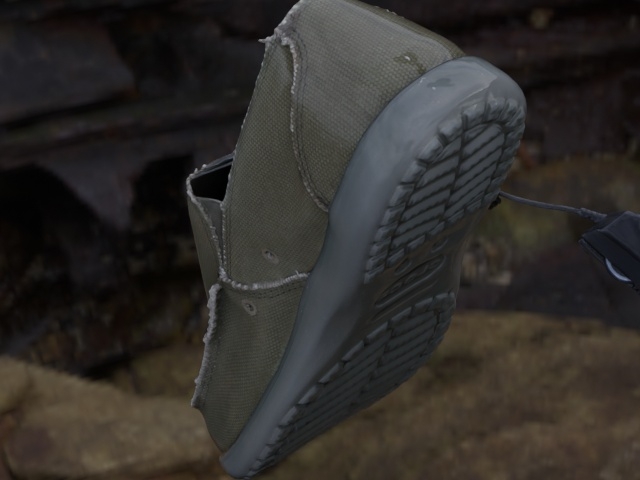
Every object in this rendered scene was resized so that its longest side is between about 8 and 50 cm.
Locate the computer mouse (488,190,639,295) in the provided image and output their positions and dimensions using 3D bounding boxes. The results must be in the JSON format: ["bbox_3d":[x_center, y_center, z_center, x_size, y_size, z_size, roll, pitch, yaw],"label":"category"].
[{"bbox_3d":[0.129,-0.003,0.980,0.242,0.071,0.041,19,83,6],"label":"computer mouse"}]

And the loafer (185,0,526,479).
[{"bbox_3d":[0.000,0.000,0.675,0.094,0.251,0.087,-27,67,-33],"label":"loafer"}]
